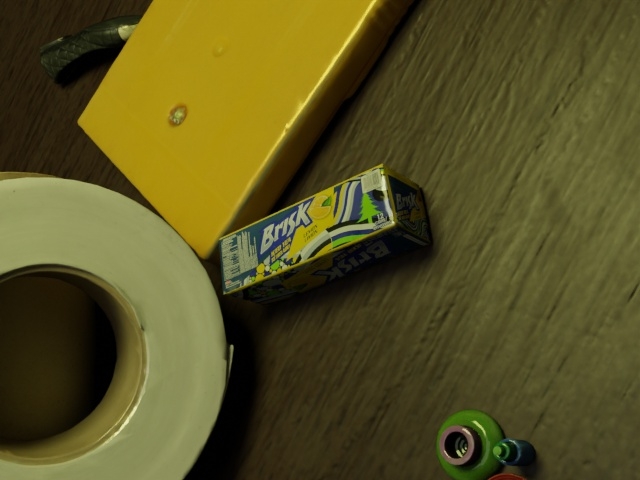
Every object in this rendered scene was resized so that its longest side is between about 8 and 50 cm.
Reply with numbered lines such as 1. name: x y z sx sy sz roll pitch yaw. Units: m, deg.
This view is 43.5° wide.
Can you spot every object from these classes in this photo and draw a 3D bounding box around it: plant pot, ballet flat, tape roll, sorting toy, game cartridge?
1. plant pot: -0.319 0.112 0.757 0.257 0.256 0.273 -25 77 29
2. ballet flat: -0.262 -0.227 0.940 0.173 0.057 0.049 -8 113 35
3. tape roll: -0.220 0.095 0.636 0.100 0.286 0.286 -10 67 64
4. sorting toy: 0.109 0.152 0.528 0.061 0.042 0.102 -47 53 16
5. game cartridge: -0.081 -0.178 0.781 0.323 0.053 0.285 -54 52 8

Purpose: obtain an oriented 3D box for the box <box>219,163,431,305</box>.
1. box: 0.000 0.000 0.649 0.169 0.059 0.054 -22 64 30
